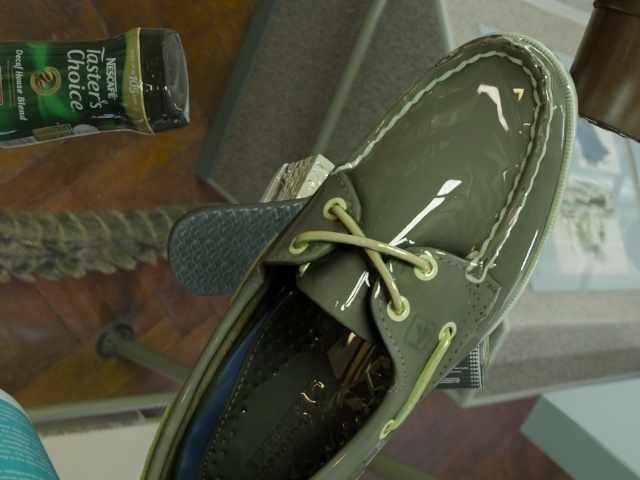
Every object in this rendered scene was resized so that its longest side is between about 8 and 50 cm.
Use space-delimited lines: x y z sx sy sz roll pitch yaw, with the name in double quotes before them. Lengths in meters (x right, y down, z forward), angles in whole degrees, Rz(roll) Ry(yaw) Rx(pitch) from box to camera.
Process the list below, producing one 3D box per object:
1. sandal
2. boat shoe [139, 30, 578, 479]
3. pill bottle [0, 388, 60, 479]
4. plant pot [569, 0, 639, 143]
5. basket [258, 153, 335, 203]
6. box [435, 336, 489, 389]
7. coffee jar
"sandal" 0.000 -0.001 0.755 0.255 0.054 0.097 2 96 -11
"boat shoe" 0.017 0.035 0.421 0.305 0.109 0.091 -57 164 10
"pill bottle" -0.225 0.178 0.536 0.146 0.264 0.146 -18 125 -26
"plant pot" 0.368 -0.205 1.040 0.167 0.167 0.165 9 109 -49
"basket" 0.009 -0.025 1.216 0.167 0.103 0.113 38 58 -22
"box" 0.049 0.124 0.991 0.216 0.270 0.060 5 81 -77
"coffee jar" -0.213 -0.140 0.818 0.185 0.096 0.079 -6 171 -1
